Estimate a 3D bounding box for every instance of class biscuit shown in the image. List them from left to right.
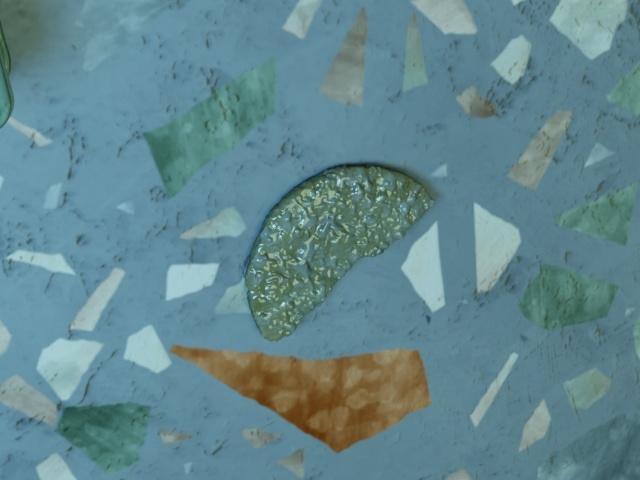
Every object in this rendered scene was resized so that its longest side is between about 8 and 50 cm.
[{"bbox_3d":[0.001,-0.004,1.571,0.250,0.032,0.133,-41,122,0],"label":"biscuit"}]

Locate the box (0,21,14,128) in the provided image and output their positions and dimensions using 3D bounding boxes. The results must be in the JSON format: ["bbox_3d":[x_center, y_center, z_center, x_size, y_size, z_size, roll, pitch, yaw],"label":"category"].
[{"bbox_3d":[-0.420,-0.145,1.228,0.312,0.182,0.175,-18,120,-16],"label":"box"}]
